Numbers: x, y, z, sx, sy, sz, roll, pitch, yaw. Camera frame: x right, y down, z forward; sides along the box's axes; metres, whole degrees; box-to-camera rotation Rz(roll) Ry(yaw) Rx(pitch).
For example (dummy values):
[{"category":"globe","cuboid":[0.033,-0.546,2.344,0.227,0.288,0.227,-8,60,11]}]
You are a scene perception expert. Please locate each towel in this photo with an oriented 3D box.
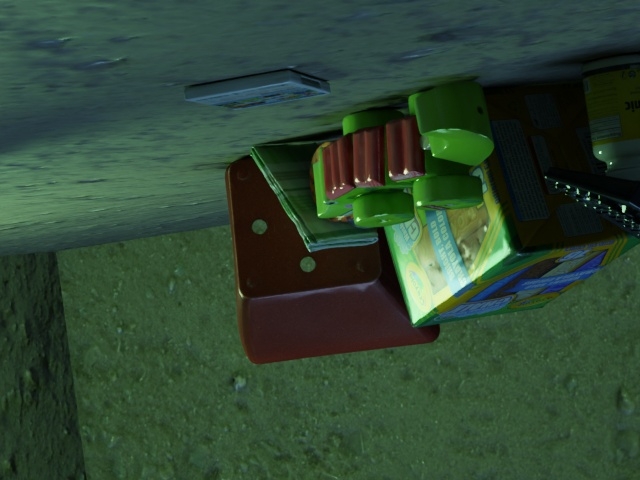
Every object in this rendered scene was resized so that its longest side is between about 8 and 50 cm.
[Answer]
[{"category":"towel","cuboid":[-0.008,-0.052,1.820,0.113,0.152,0.023,-4,143,-45]}]

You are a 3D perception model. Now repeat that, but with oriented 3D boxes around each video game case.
[{"category":"video game case","cuboid":[-0.049,-0.120,1.251,0.087,0.011,0.122,-9,179,15]}]

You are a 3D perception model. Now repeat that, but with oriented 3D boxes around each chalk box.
[{"category":"chalk box","cuboid":[0.181,-0.023,1.648,0.179,0.180,0.289,-7,160,-29]}]

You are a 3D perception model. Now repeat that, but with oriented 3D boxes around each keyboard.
[{"category":"keyboard","cuboid":[0.361,0.008,1.440,0.317,0.033,0.201,25,172,-42]}]

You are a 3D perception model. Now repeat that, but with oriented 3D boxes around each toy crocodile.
[{"category":"toy crocodile","cuboid":[0.070,-0.081,1.538,0.105,0.115,0.340,0,173,-27]}]

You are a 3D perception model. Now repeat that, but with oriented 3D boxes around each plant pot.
[{"category":"plant pot","cuboid":[0.000,0.000,2.025,0.267,0.267,0.236,-8,166,8]}]

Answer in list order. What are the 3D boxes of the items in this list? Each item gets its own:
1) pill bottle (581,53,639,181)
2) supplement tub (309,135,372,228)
[{"category":"pill bottle","cuboid":[0.277,-0.108,1.420,0.065,0.116,0.065,-8,180,0]},{"category":"supplement tub","cuboid":[0.090,-0.075,1.798,0.190,0.117,0.117,-7,179,-33]}]
